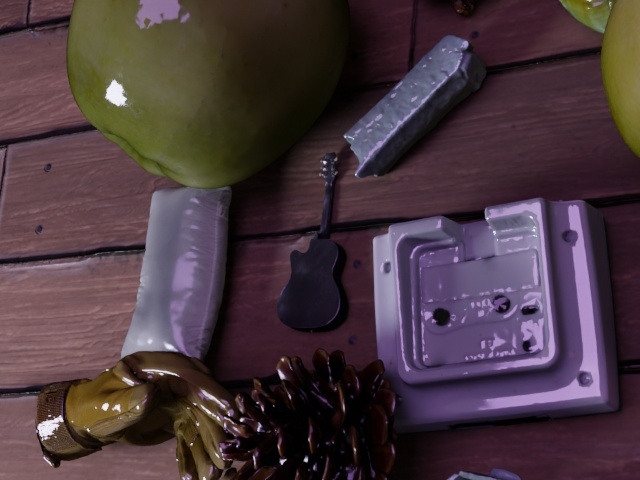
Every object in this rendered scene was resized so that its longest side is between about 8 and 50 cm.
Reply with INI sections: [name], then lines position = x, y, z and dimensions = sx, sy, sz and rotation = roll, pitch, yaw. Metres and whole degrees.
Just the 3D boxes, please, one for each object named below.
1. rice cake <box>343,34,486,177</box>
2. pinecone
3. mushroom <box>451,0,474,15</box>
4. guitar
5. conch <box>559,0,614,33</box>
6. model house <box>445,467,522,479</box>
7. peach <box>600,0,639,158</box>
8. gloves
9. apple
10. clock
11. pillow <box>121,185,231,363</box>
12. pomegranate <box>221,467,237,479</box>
[rice cake]
position = 0.113, -0.160, 1.505
dimensions = 0.206, 0.069, 0.063
rotation = -45, 59, 11
[pinecone]
position = -0.012, 0.211, 1.320
dimensions = 0.208, 0.208, 0.208
rotation = -10, 68, 26
[mushroom]
position = 0.162, -0.339, 1.531
dimensions = 0.126, 0.085, 0.109
rotation = -4, 69, 22
[guitar]
position = 0.000, 0.000, 1.531
dimensions = 0.088, 0.025, 0.233
rotation = -3, 71, 29
[conch]
position = 0.329, -0.291, 1.434
dimensions = 0.095, 0.079, 0.201
rotation = -32, 49, -6
[model house]
position = 0.195, 0.336, 1.190
dimensions = 0.198, 0.224, 0.215
rotation = -17, 69, 25
[peach]
position = 0.421, -0.192, 1.215
dimensions = 0.281, 0.314, 0.315
rotation = -20, 62, 39
[gloves]
position = -0.205, 0.207, 1.481
dimensions = 0.331, 0.154, 0.141
rotation = -9, 28, 39
[apple]
position = -0.140, -0.242, 1.510
dimensions = 0.357, 0.357, 0.357
rotation = -10, 68, 26
[clock]
position = 0.180, 0.082, 1.351
dimensions = 0.262, 0.116, 0.231
rotation = -10, 68, 27
[pillow]
position = -0.185, 0.046, 1.586
dimensions = 0.144, 0.078, 0.254
rotation = -4, 70, 33
[pomegranate]
position = -0.099, 0.387, 1.342
dimensions = 0.236, 0.236, 0.302
rotation = -12, 55, 25
